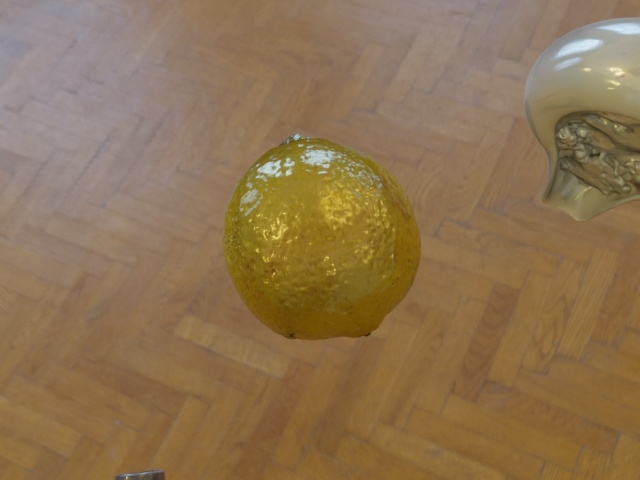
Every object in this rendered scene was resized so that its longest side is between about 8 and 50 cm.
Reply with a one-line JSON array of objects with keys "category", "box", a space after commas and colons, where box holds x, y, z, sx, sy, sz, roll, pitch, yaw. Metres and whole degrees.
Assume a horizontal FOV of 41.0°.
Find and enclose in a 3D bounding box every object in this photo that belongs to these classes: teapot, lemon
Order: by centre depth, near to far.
[{"category": "teapot", "box": [0.197, -0.080, 0.514, 0.145, 0.226, 0.092, 25, 77, 4]}, {"category": "lemon", "box": [0.000, 0.001, 1.171, 0.293, 0.293, 0.293, -4, 60, 6]}]

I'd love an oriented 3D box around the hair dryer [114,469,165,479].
[{"category": "hair dryer", "box": [-0.307, 0.424, 0.953, 0.361, 0.121, 0.300, 4, 73, -38]}]
